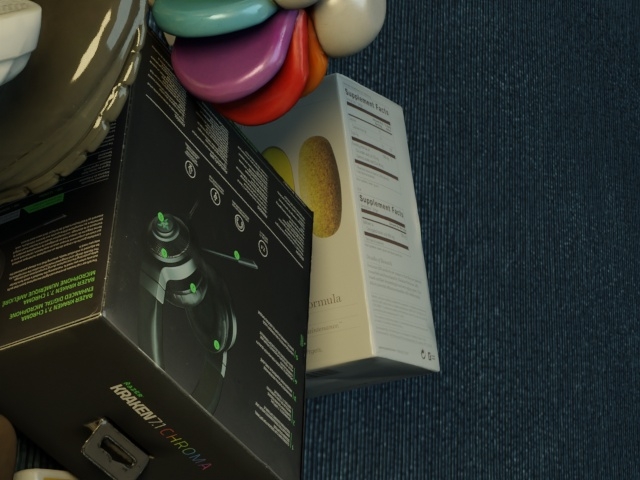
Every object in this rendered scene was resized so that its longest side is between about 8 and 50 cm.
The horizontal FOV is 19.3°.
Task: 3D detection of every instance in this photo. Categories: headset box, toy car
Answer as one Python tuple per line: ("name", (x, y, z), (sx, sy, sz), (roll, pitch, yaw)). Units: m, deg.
("headset box", (-0.122, 0.038, 1.317), (0.246, 0.131, 0.283), (47, 33, -42))
("toy car", (-0.053, -0.152, 1.295), (0.182, 0.159, 0.136), (39, 58, -60))

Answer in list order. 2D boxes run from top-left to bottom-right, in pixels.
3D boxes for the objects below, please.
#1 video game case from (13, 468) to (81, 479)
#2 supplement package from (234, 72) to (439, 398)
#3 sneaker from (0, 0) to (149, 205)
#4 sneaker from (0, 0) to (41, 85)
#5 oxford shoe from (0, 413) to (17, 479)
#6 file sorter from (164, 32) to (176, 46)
("video game case", (-0.136, 0.270, 1.332), (0.227, 0.026, 0.206), (18, 62, -60))
("supplement package", (0.000, 0.000, 1.606), (0.134, 0.139, 0.244), (19, 60, -61))
("sneaker", (-0.218, -0.070, 1.072), (0.130, 0.286, 0.109), (44, 4, -34))
("sneaker", (-0.250, -0.025, 0.906), (0.292, 0.108, 0.169), (-25, 123, -48))
("oxford shoe", (-0.209, 0.197, 1.140), (0.083, 0.096, 0.227), (48, 36, -42))
("file sorter", (-0.073, -0.341, 1.584), (0.278, 0.173, 0.193), (68, 27, -18))
